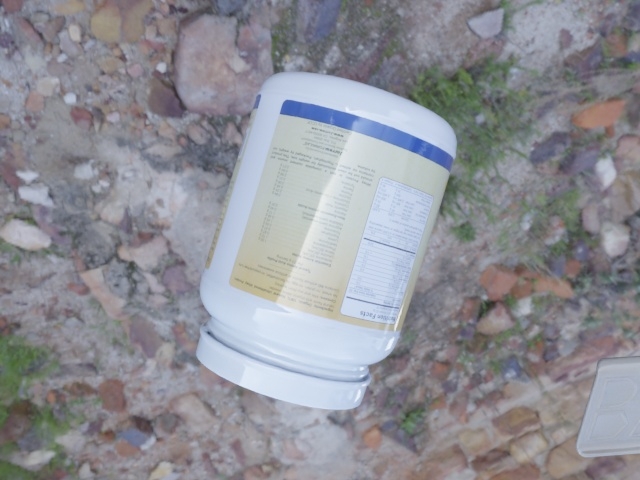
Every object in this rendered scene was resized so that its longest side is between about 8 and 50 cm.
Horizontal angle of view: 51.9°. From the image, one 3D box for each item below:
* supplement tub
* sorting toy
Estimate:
[{"bbox_3d":[0.000,0.000,0.725,0.228,0.228,0.317,16,92,-41],"label":"supplement tub"},{"bbox_3d":[0.679,0.330,1.339,0.306,0.041,0.229,-2,114,-8],"label":"sorting toy"}]
